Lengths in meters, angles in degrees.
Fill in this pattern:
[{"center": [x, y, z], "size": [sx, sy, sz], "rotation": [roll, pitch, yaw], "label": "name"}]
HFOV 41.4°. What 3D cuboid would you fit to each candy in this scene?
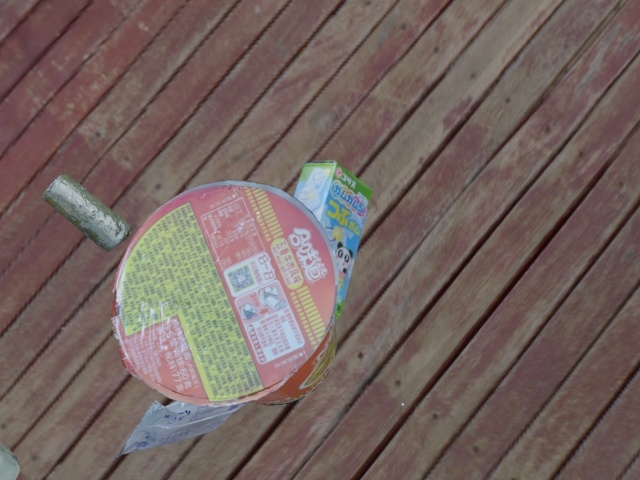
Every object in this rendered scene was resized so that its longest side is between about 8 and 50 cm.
[{"center": [0.000, 0.000, 1.128], "size": [0.062, 0.097, 0.194], "rotation": [-1, 66, 41], "label": "candy"}]

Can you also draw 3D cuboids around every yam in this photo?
[{"center": [-0.458, -0.053, 1.663], "size": [0.179, 0.078, 0.078], "rotation": [40, 85, -18], "label": "yam"}]

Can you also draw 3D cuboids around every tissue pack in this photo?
[{"center": [-0.171, 0.236, 1.130], "size": [0.122, 0.193, 0.026], "rotation": [-46, 64, 32], "label": "tissue pack"}]

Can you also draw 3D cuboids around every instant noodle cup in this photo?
[{"center": [-0.064, 0.073, 0.770], "size": [0.193, 0.212, 0.193], "rotation": [-3, 70, 8], "label": "instant noodle cup"}]

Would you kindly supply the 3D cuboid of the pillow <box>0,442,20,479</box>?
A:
[{"center": [-0.571, 0.349, 1.057], "size": [0.255, 0.120, 0.322], "rotation": [44, 77, -33], "label": "pillow"}]
